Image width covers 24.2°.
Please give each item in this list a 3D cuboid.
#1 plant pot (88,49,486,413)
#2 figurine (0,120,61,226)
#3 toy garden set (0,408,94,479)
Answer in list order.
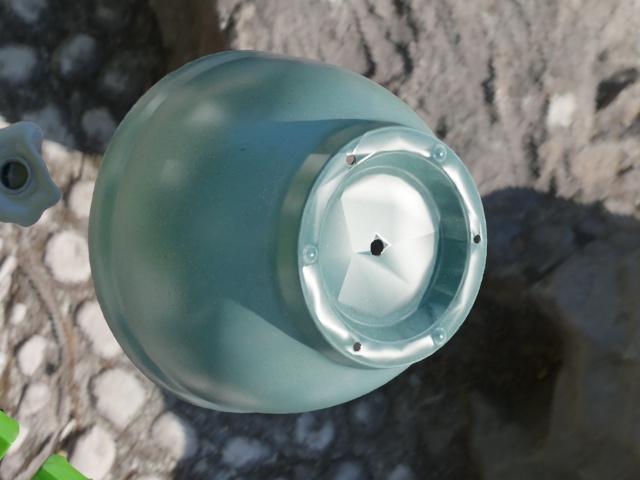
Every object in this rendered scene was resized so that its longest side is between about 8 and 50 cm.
[{"bbox_3d":[0.000,0.000,1.129,0.293,0.196,0.293,-4,96,-36],"label":"plant pot"},{"bbox_3d":[-0.336,-0.015,1.392,0.215,0.209,0.092,-44,99,-11],"label":"figurine"},{"bbox_3d":[-0.192,0.238,1.079,0.244,0.204,0.049,39,33,-3],"label":"toy garden set"}]
